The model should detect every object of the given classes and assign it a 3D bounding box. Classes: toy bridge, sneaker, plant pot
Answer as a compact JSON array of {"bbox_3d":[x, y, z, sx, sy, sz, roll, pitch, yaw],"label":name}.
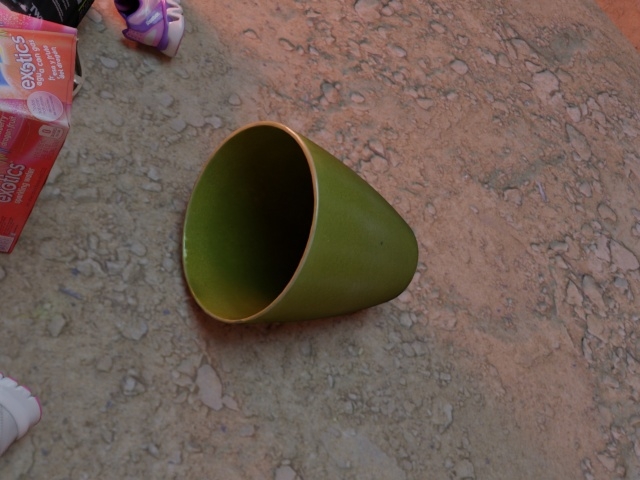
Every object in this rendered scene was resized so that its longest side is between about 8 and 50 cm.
[{"bbox_3d":[-0.387,-0.245,1.265,0.063,0.026,0.188,27,49,-19],"label":"toy bridge"},{"bbox_3d":[-0.291,-0.414,1.404,0.104,0.095,0.236,2,61,-24],"label":"sneaker"},{"bbox_3d":[-0.433,0.165,0.906,0.252,0.103,0.111,32,46,-11],"label":"sneaker"},{"bbox_3d":[0.000,0.000,1.225,0.293,0.275,0.275,15,52,-44],"label":"plant pot"}]

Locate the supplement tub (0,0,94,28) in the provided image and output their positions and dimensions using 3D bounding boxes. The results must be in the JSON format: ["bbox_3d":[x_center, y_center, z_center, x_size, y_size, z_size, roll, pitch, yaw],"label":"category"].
[{"bbox_3d":[-0.425,-0.375,1.213,0.193,0.193,0.316,29,48,-15],"label":"supplement tub"}]

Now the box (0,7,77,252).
[{"bbox_3d":[-0.399,-0.122,0.985,0.154,0.300,0.142,11,57,-27],"label":"box"}]
